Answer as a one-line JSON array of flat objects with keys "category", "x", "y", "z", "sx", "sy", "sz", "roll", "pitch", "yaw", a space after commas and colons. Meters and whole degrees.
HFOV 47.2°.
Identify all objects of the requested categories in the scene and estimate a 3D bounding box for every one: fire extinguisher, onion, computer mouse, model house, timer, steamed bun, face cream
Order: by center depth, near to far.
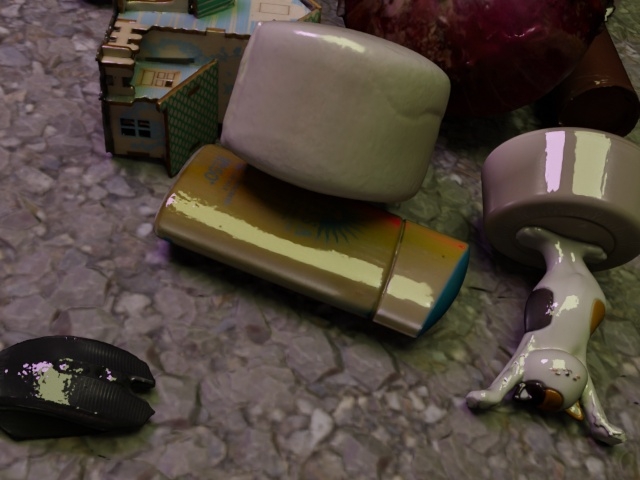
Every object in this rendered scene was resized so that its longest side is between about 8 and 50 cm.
[{"category": "computer mouse", "x": -0.189, "y": 0.106, "z": 0.546, "sx": 0.135, "sy": 0.047, "sz": 0.079, "roll": 10, "pitch": 47, "yaw": -13}, {"category": "face cream", "x": 0.000, "y": 0.000, "z": 0.693, "sx": 0.285, "sy": 0.067, "sz": 0.139, "roll": 22, "pitch": 40, "yaw": 1}, {"category": "timer", "x": 0.228, "y": 0.048, "z": 0.698, "sx": 0.175, "sy": 0.175, "sz": 0.266, "roll": 16, "pitch": 64, "yaw": -5}, {"category": "steamed bun", "x": 0.032, "y": -0.120, "z": 0.702, "sx": 0.164, "sy": 0.146, "sz": 0.242, "roll": 20, "pitch": 12, "yaw": 18}, {"category": "model house", "x": -0.105, "y": -0.207, "z": 0.776, "sx": 0.206, "sy": 0.178, "sz": 0.271, "roll": 6, "pitch": 44, "yaw": -5}, {"category": "onion", "x": 0.200, "y": -0.317, "z": 0.923, "sx": 0.348, "sy": 0.347, "sz": 0.385, "roll": 41, "pitch": 14, "yaw": 19}, {"category": "fire extinguisher", "x": 0.372, "y": -0.265, "z": 1.054, "sx": 0.147, "sy": 0.106, "sz": 0.337, "roll": 38, "pitch": 37, "yaw": -31}]

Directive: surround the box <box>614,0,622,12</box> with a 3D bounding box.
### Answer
[{"category": "box", "x": 0.379, "y": -0.546, "z": 1.221, "sx": 0.143, "sy": 0.225, "sz": 0.341, "roll": -29, "pitch": 63, "yaw": -36}]
